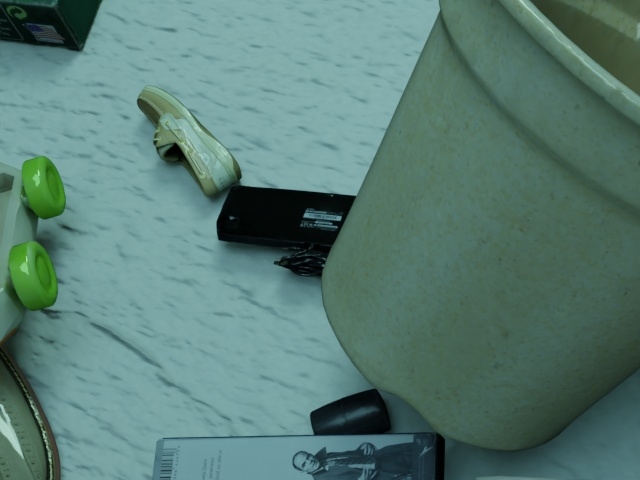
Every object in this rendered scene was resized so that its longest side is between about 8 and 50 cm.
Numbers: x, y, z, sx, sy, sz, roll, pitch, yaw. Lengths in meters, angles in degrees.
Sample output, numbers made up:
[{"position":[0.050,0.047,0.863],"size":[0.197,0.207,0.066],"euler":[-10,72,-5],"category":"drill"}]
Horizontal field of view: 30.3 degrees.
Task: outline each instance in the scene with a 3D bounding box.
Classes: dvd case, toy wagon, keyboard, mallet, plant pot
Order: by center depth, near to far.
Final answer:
[{"position":[0.164,-0.027,0.826],"size":[0.333,0.305,0.334],"euler":[22,34,-16],"category":"plant pot"},{"position":[-0.026,0.236,0.892],"size":[0.238,0.029,0.179],"euler":[-5,66,23],"category":"dvd case"},{"position":[0.055,0.205,0.921],"size":[0.062,0.039,0.190],"euler":[-28,66,3],"category":"mallet"},{"position":[0.000,0.000,1.039],"size":[0.192,0.038,0.100],"euler":[6,42,15],"category":"keyboard"},{"position":[-0.357,0.002,1.049],"size":[0.267,0.068,0.344],"euler":[-15,40,6],"category":"toy wagon"}]

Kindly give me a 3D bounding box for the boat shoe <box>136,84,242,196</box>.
[{"position":[-0.131,-0.092,1.092],"size":[0.045,0.050,0.135],"euler":[-40,64,-16],"category":"boat shoe"}]

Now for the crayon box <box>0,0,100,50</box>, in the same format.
[{"position":[-0.303,-0.361,1.242],"size":[0.202,0.081,0.319],"euler":[8,66,15],"category":"crayon box"}]

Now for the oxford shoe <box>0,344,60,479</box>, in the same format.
[{"position":[-0.279,0.207,0.928],"size":[0.123,0.130,0.348],"euler":[-22,61,3],"category":"oxford shoe"}]

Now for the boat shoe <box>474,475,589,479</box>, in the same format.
[{"position":[0.256,0.251,0.817],"size":[0.340,0.127,0.158],"euler":[-4,68,19],"category":"boat shoe"}]
